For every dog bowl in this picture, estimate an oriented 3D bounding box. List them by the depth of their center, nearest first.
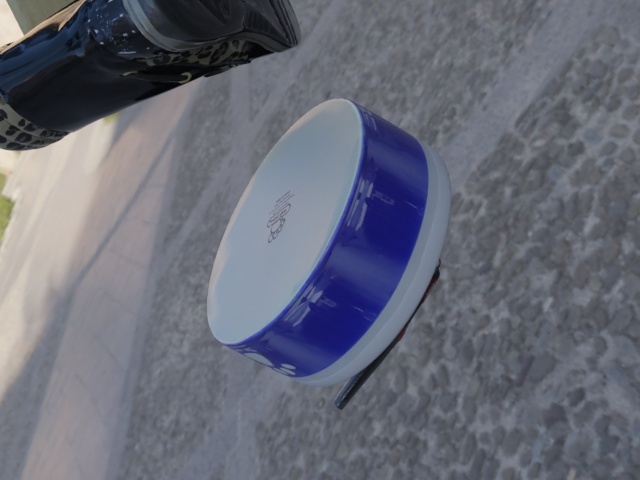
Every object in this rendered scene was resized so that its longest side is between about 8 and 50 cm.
[{"bbox_3d":[0.000,0.000,0.787,0.265,0.104,0.265,-45,29,34],"label":"dog bowl"}]

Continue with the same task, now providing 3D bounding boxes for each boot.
[{"bbox_3d":[-0.124,-0.138,0.571,0.178,0.085,0.236,-22,6,22],"label":"boot"}]

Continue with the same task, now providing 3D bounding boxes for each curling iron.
[{"bbox_3d":[0.096,0.134,1.224,0.274,0.068,0.035,-59,7,-5],"label":"curling iron"}]

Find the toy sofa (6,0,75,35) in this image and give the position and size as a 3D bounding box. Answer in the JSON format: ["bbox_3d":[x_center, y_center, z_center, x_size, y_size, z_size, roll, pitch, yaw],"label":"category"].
[{"bbox_3d":[-0.480,-0.478,1.383,0.150,0.363,0.177,-19,19,10],"label":"toy sofa"}]
